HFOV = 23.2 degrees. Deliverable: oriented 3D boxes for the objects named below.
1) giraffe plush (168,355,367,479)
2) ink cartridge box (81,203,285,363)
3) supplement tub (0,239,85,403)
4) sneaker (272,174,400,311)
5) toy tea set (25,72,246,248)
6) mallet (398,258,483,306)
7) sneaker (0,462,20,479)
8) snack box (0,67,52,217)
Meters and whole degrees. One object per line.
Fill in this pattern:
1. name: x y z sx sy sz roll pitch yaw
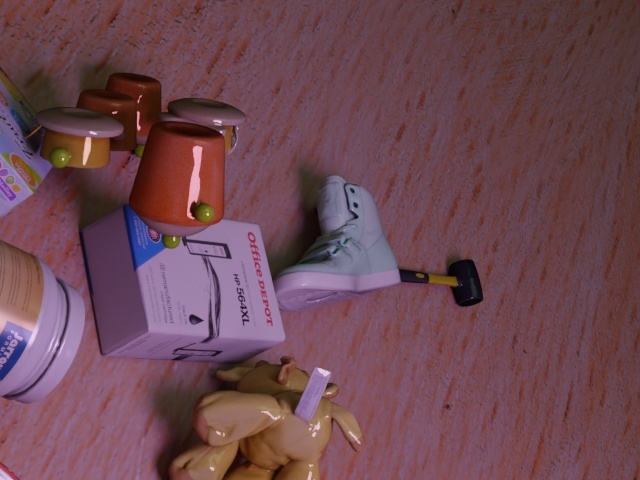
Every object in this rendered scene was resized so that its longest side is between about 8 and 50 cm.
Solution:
1. giraffe plush: -0.056 0.196 1.683 0.181 0.210 0.170 38 9 -13
2. ink cartridge box: -0.148 0.050 1.707 0.203 0.086 0.148 7 62 -46
3. supplement tub: -0.333 0.060 1.436 0.199 0.144 0.144 28 48 -35
4. sneaker: 0.000 0.000 1.903 0.256 0.094 0.151 -8 79 -61
5. toy tea set: -0.183 -0.084 1.645 0.336 0.200 0.124 -70 170 -75
6. mallet: 0.145 0.043 2.102 0.189 0.039 0.062 16 56 -39
7. sneaker: -0.364 0.227 1.364 0.221 0.087 0.128 35 52 -13
8. snack box: -0.341 -0.118 1.530 0.174 0.070 0.207 52 10 -13
